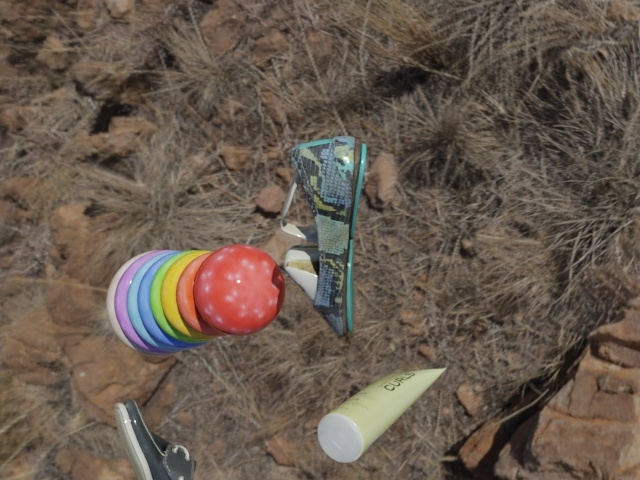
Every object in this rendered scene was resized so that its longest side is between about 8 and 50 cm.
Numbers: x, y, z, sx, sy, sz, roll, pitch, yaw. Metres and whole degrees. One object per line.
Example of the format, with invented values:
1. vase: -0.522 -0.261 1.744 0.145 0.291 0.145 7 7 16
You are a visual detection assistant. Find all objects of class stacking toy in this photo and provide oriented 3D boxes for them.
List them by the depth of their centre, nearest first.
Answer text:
1. stacking toy: -0.141 0.067 0.742 0.330 0.141 0.141 -13 90 61

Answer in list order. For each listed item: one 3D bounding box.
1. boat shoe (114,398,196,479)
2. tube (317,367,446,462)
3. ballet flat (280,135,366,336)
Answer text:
1. boat shoe: -0.217 0.319 0.923 0.084 0.079 0.233 -13 104 60
2. tube: 0.079 0.209 0.857 0.070 0.240 0.062 31 113 23
3. ballet flat: 0.000 0.000 0.527 0.070 0.070 0.188 21 129 26
